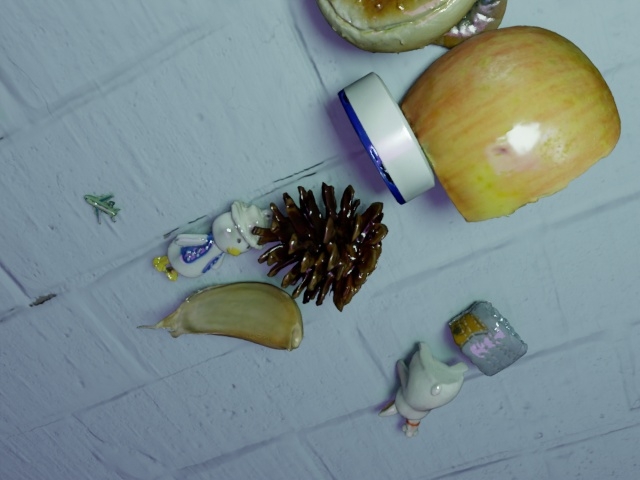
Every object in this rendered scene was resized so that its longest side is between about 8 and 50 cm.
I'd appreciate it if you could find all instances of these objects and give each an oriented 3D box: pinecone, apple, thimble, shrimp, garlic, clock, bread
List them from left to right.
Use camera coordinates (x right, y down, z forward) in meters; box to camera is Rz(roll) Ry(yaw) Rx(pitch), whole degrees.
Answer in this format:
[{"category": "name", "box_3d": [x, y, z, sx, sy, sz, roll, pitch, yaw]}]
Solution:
[{"category": "garlic", "box_3d": [-0.202, 0.166, 0.990, 0.338, 0.196, 0.151, 9, 100, 2]}, {"category": "pinecone", "box_3d": [-0.003, 0.008, 0.862, 0.264, 0.264, 0.264, 1, 115, 2]}, {"category": "clock", "box_3d": [0.119, -0.180, 0.782, 0.083, 0.230, 0.230, -31, 110, 15]}, {"category": "bread", "box_3d": [0.119, -0.446, 0.676, 0.305, 0.159, 0.305, 5, 104, 22]}, {"category": "shrimp", "box_3d": [0.223, -0.466, 0.742, 0.198, 0.051, 0.262, 1, 118, 3]}, {"category": "thimble", "box_3d": [0.386, 0.225, 1.017, 0.151, 0.127, 0.118, 41, 109, -16]}, {"category": "apple", "box_3d": [0.336, -0.210, 0.778, 0.309, 0.252, 0.314, -31, 72, 23]}]

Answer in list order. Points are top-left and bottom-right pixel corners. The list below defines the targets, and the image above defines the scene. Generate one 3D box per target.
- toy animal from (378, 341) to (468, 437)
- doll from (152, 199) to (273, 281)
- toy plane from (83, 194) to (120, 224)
[{"category": "toy animal", "box_3d": [0.245, 0.378, 1.108, 0.140, 0.138, 0.282, 23, 138, 1]}, {"category": "doll", "box_3d": [-0.227, 0.006, 0.953, 0.293, 0.119, 0.138, -26, 137, 14]}, {"category": "toy plane", "box_3d": [-0.482, -0.077, 0.974, 0.083, 0.033, 0.080, 34, 113, -5]}]
